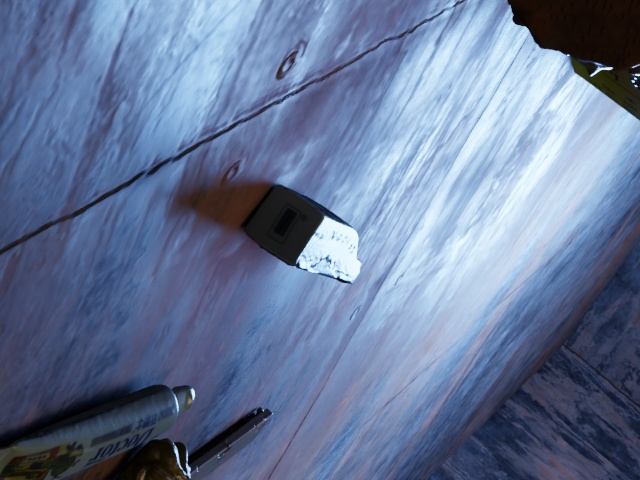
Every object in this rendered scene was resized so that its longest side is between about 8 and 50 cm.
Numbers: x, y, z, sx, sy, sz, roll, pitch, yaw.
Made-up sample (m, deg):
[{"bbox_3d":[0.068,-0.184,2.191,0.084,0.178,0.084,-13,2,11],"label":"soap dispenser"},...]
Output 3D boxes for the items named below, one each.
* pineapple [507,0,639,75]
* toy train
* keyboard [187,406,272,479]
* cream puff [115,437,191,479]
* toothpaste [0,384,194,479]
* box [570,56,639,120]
[{"bbox_3d":[0.246,-0.258,1.023,0.223,0.223,0.357,-60,173,35],"label":"pineapple"},{"bbox_3d":[0.000,0.000,1.200,0.051,0.052,0.234,-56,165,4],"label":"toy train"},{"bbox_3d":[-0.108,0.218,1.503,0.166,0.017,0.055,-31,161,-52],"label":"keyboard"},{"bbox_3d":[-0.146,0.214,1.288,0.083,0.058,0.083,-39,164,-42],"label":"cream puff"},{"bbox_3d":[-0.171,0.146,1.095,0.067,0.037,0.255,-56,161,24],"label":"toothpaste"},{"bbox_3d":[0.369,-0.175,1.447,0.115,0.264,0.415,-51,168,4],"label":"box"}]
